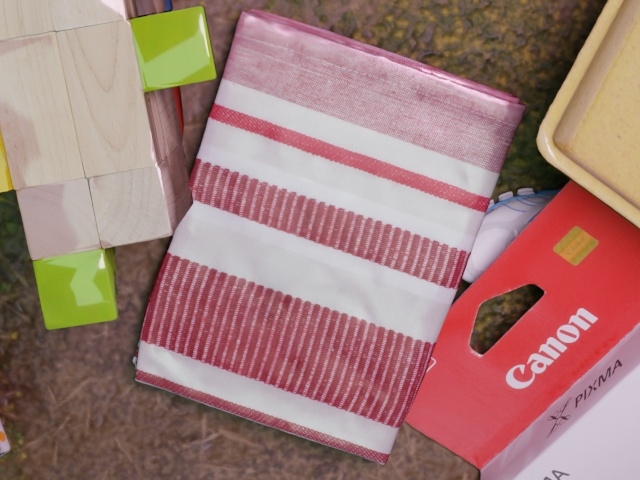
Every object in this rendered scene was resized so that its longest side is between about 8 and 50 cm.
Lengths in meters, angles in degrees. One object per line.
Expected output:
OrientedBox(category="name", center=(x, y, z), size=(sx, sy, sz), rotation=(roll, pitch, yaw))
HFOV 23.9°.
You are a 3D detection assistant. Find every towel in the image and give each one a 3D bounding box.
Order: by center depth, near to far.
OrientedBox(category="towel", center=(0.000, 0.000, 1.230), size=(0.237, 0.037, 0.329), rotation=(19, 106, 0))

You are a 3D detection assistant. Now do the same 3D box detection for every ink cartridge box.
OrientedBox(category="ink cartridge box", center=(0.220, 0.126, 1.231), size=(0.261, 0.066, 0.296), rotation=(33, 123, -12))

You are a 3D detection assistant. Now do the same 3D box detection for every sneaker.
OrientedBox(category="sneaker", center=(0.199, -0.009, 1.229), size=(0.191, 0.083, 0.071), rotation=(-22, 108, 5))

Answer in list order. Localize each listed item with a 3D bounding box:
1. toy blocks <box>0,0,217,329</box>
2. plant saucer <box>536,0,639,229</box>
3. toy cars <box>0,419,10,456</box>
OrientedBox(category="toy blocks", center=(-0.167, -0.155, 1.088), size=(0.191, 0.261, 0.381), rotation=(-10, 100, 2))
OrientedBox(category="plant saucer", center=(0.339, -0.099, 1.152), size=(0.333, 0.081, 0.332), rotation=(35, 69, -13))
OrientedBox(category="toy cars", center=(-0.357, 0.261, 1.276), size=(0.176, 0.087, 0.393), rotation=(28, 105, 27))
